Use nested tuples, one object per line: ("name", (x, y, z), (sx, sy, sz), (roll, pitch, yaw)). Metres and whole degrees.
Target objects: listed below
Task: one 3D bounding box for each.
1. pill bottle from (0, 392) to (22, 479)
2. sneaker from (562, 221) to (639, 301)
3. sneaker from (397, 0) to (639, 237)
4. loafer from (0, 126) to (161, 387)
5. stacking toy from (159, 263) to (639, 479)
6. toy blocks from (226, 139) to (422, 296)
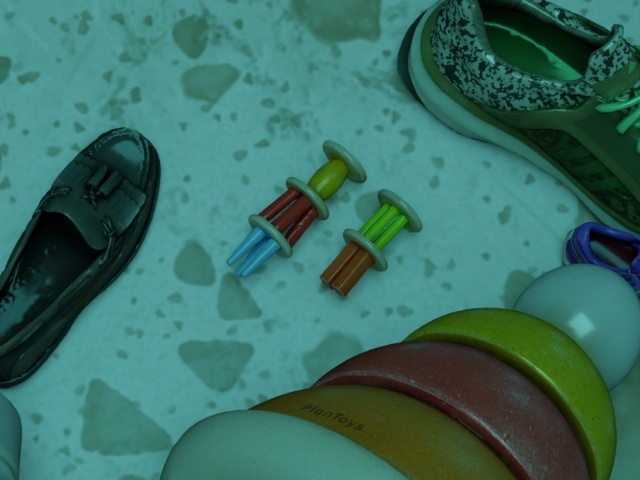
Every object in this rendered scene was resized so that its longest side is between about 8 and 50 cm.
("pill bottle", (-0.340, 0.310, 1.483), (0.224, 0.224, 0.392), (0, 56, -3))
("sneaker", (0.297, 0.037, 1.709), (0.170, 0.071, 0.068), (26, 75, 4))
("sneaker", (0.264, -0.117, 1.693), (0.410, 0.182, 0.158), (25, 74, 4))
("loafer", (-0.224, 0.009, 1.684), (0.096, 0.084, 0.268), (29, 75, 6))
("stacking toy", (0.133, 0.173, 1.549), (0.350, 0.351, 0.480), (43, 52, 9))
("toy blocks", (0.000, 0.000, 1.713), (0.123, 0.054, 0.148), (42, 76, 9))
